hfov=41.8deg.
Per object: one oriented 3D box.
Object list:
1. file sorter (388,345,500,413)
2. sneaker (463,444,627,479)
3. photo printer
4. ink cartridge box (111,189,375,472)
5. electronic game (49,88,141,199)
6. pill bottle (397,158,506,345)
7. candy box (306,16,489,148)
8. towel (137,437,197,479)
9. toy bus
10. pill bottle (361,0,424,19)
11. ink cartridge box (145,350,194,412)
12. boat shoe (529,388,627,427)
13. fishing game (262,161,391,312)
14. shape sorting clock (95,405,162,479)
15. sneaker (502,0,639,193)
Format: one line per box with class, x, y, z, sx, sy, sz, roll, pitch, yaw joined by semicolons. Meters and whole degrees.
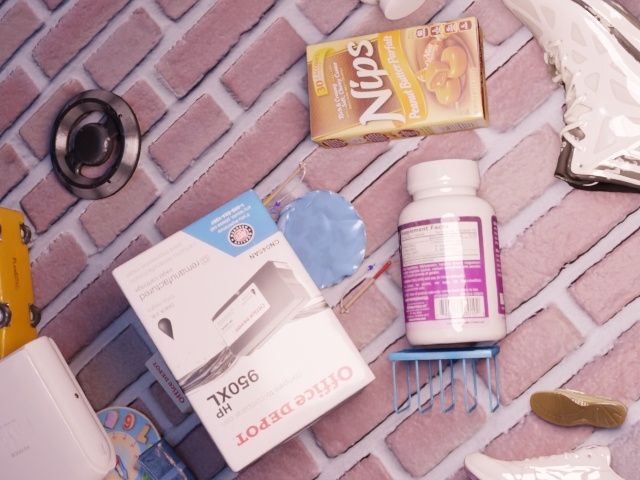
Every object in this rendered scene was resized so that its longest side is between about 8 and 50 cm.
file sorter;0.214;0.235;1.418;0.170;0.118;0.105;-5;86;18
sneaker;0.387;0.389;1.359;0.305;0.114;0.152;17;76;16
photo printer;-0.551;0.370;1.603;0.256;0.107;0.308;-29;91;18
ink cartridge box;-0.131;0.159;1.453;0.285;0.166;0.395;-32;80;-11
electronic game;-0.469;-0.199;1.738;0.229;0.048;0.229;0;89;24
pill bottle;0.217;0.023;1.415;0.169;0.169;0.302;-6;81;18
candy box;0.138;-0.280;1.520;0.316;0.087;0.183;-5;82;18
towel;-0.289;0.440;1.594;0.067;0.029;0.119;-39;84;-8
toy bus;-0.674;0.103;1.742;0.130;0.108;0.333;-13;80;19
pill bottle;0.096;-0.537;1.535;0.146;0.146;0.264;-32;75;13
ink cartridge box;-0.225;0.223;1.591;0.175;0.072;0.127;-45;73;8
boat shoe;0.425;0.274;1.384;0.153;0.048;0.056;0;96;25
fishing game;0.000;0.000;1.561;0.264;0.041;0.189;46;106;12
shape sorting clock;-0.400;0.430;1.643;0.206;0.040;0.206;-2;83;18
sneaker;0.424;-0.243;1.375;0.447;0.169;0.257;42;96;16
